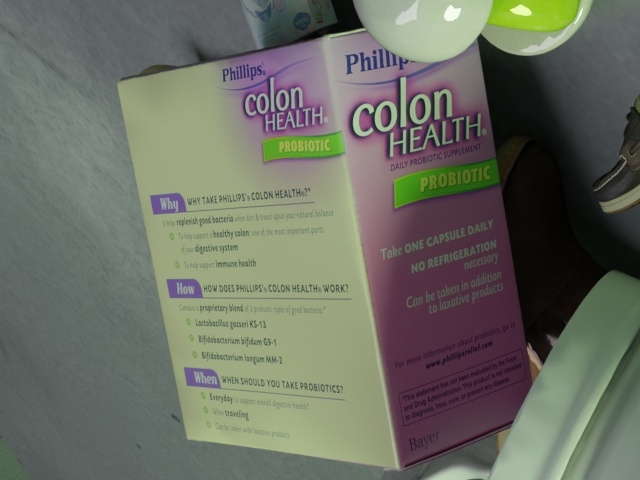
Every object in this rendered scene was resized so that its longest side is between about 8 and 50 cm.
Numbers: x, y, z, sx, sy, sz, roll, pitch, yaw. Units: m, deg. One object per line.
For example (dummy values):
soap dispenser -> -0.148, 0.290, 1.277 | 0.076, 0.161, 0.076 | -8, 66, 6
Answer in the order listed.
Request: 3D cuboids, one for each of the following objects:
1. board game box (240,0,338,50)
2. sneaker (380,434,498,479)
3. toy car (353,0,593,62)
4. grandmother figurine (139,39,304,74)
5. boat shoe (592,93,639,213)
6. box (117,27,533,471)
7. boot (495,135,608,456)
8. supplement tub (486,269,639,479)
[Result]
board game box -> -0.030, -0.175, 0.981 | 0.090, 0.020, 0.090 | -10, 99, 62
sneaker -> 0.177, 0.181, 1.139 | 0.147, 0.104, 0.296 | 33, 147, -13
toy car -> 0.060, -0.173, 0.753 | 0.182, 0.159, 0.136 | 32, 115, 31
grandmother figurine -> -0.007, -0.049, 1.065 | 0.342, 0.104, 0.208 | 13, 133, 52
boat shoe -> 0.190, -0.062, 0.792 | 0.049, 0.056, 0.152 | 51, 146, 3
box -> 0.000, 0.000, 0.906 | 0.213, 0.117, 0.243 | -3, 100, 51
boot -> 0.206, 0.056, 0.922 | 0.207, 0.090, 0.248 | 5, 113, 29
supplement tub -> 0.258, 0.173, 0.743 | 0.331, 0.241, 0.241 | 25, 150, 18
